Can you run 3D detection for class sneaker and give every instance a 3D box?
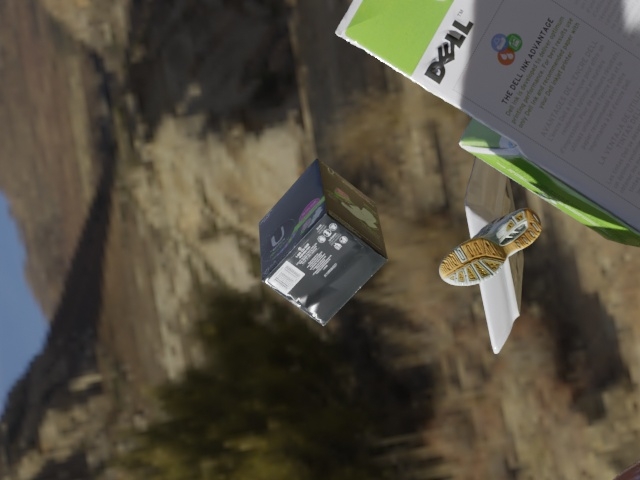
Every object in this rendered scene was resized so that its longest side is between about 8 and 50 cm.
[{"bbox_3d":[0.116,0.007,1.179,0.032,0.083,0.037,62,163,-5],"label":"sneaker"}]

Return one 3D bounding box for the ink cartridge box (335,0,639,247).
[{"bbox_3d":[0.146,-0.138,1.046,0.188,0.255,0.097,-60,16,-4],"label":"ink cartridge box"}]

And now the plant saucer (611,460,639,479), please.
[{"bbox_3d":[0.176,0.216,0.937,0.200,0.037,0.200,-57,16,26],"label":"plant saucer"}]

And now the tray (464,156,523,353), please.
[{"bbox_3d":[0.171,0.001,1.614,0.270,0.030,0.145,-61,-40,-74],"label":"tray"}]

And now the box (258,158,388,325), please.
[{"bbox_3d":[0.000,0.000,1.044,0.052,0.062,0.083,37,-161,-19],"label":"box"}]
